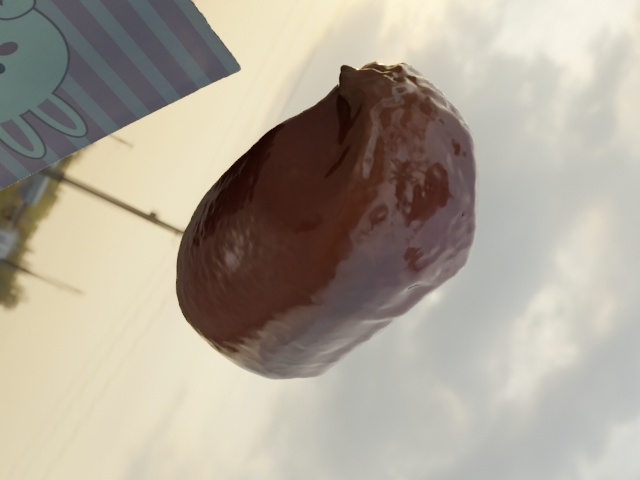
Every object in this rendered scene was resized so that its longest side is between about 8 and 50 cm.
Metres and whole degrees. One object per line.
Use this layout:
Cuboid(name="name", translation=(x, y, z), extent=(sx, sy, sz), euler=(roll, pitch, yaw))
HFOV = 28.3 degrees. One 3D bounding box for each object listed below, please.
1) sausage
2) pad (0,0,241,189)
Cuboid(name="sausage", translation=(0.000, 0.000, 0.739), extent=(0.254, 0.148, 0.148), euler=(-36, -150, 59))
Cuboid(name="pad", translation=(-0.227, -0.109, 0.875), extent=(0.300, 0.202, 0.005), euler=(-24, -125, 11))
